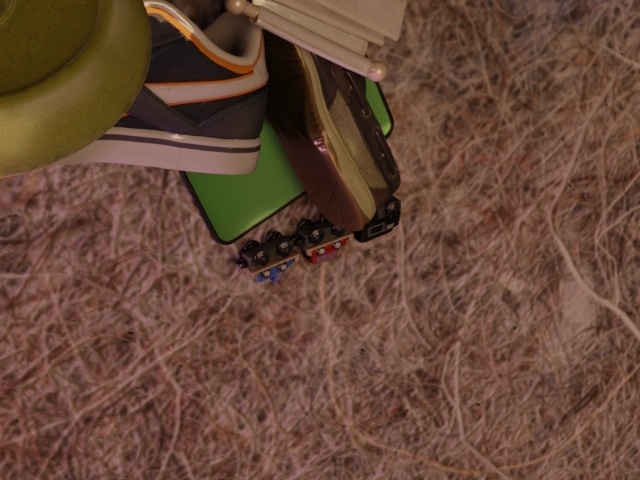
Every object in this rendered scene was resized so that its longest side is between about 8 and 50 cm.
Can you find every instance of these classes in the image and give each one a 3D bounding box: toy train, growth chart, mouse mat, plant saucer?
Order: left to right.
[{"bbox_3d":[-0.225,-0.141,0.903,0.241,0.241,0.037,-22,151,-24],"label":"plant saucer"},{"bbox_3d":[-0.036,-0.103,1.158,0.189,0.007,0.153,-35,119,-19],"label":"mouse mat"},{"bbox_3d":[0.000,0.000,1.199,0.158,0.027,0.036,-21,125,-26],"label":"toy train"},{"bbox_3d":[0.015,-0.240,1.088,0.172,0.021,0.237,30,64,-32],"label":"growth chart"}]

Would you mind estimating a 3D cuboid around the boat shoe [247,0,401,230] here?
[{"bbox_3d":[-0.001,-0.115,1.130,0.073,0.080,0.224,-40,118,-31],"label":"boat shoe"}]

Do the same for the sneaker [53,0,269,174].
[{"bbox_3d":[-0.177,-0.118,0.998,0.321,0.126,0.127,-1,108,-39],"label":"sneaker"}]
